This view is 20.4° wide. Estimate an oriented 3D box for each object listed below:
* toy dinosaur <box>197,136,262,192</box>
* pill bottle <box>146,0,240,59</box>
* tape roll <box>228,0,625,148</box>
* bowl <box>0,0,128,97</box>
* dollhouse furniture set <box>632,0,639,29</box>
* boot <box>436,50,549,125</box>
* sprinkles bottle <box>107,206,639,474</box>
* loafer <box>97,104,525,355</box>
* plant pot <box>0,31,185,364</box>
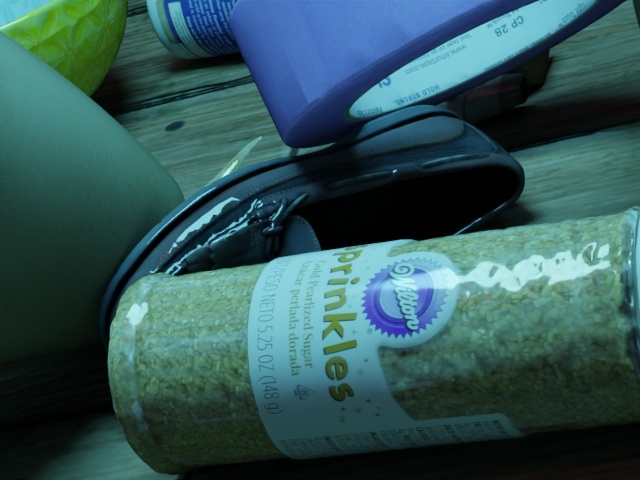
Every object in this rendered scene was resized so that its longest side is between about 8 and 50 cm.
[{"bbox_3d":[-0.111,-0.008,1.315,0.093,0.053,0.183,12,45,22],"label":"toy dinosaur"},{"bbox_3d":[-0.051,-0.226,1.596,0.187,0.112,0.112,-3,31,29],"label":"pill bottle"},{"bbox_3d":[0.082,-0.159,1.155,0.275,0.090,0.275,-26,-6,-3],"label":"tape roll"},{"bbox_3d":[-0.286,-0.150,1.562,0.289,0.156,0.289,-16,26,8],"label":"bowl"},{"bbox_3d":[0.319,-0.098,1.046,0.212,0.161,0.242,-36,31,-30],"label":"dollhouse furniture set"},{"bbox_3d":[0.124,-0.126,1.369,0.087,0.042,0.118,-8,29,27],"label":"boot"},{"bbox_3d":[0.063,0.056,0.979,0.355,0.121,0.121,-9,29,22],"label":"sprinkles bottle"},{"bbox_3d":[0.000,0.000,1.150,0.302,0.109,0.095,-30,32,-26],"label":"loafer"},{"bbox_3d":[-0.221,-0.019,1.138,0.256,0.256,0.274,7,-8,42],"label":"plant pot"}]
